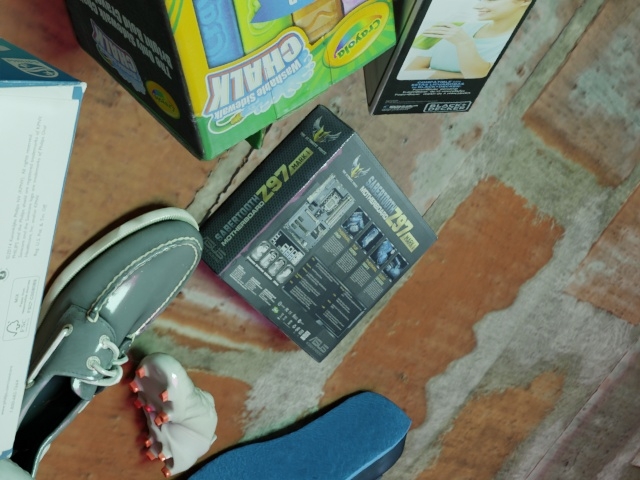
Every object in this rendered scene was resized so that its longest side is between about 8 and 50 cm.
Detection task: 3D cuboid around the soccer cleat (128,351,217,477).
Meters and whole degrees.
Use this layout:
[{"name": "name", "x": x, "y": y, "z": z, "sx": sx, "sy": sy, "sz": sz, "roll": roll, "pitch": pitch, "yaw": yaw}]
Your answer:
[{"name": "soccer cleat", "x": -0.139, "y": 0.160, "z": 1.296, "sx": 0.076, "sy": 0.068, "sz": 0.196, "roll": -35, "pitch": 151, "yaw": -26}]

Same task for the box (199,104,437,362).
[{"name": "box", "x": 0.000, "y": 0.000, "z": 1.285, "sx": 0.183, "sy": 0.059, "sz": 0.232, "roll": -46, "pitch": 145, "yaw": -1}]

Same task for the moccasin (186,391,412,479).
[{"name": "moccasin", "x": -0.028, "y": 0.291, "z": 1.479, "sx": 0.342, "sy": 0.137, "sz": 0.116, "roll": -18, "pitch": 140, "yaw": -35}]

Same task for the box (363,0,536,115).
[{"name": "box", "x": 0.093, "y": -0.224, "z": 0.962, "sx": 0.087, "sy": 0.169, "sz": 0.290, "roll": -3, "pitch": 163, "yaw": -10}]

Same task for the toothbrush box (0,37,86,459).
[{"name": "toothbrush box", "x": -0.279, "y": -0.032, "z": 0.716, "sx": 0.126, "sy": 0.295, "sz": 0.216, "roll": -5, "pitch": 117, "yaw": -46}]

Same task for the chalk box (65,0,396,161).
[{"name": "chalk box", "x": -0.070, "y": -0.193, "z": 0.915, "sx": 0.179, "sy": 0.180, "sz": 0.289, "roll": -34, "pitch": 145, "yaw": -18}]

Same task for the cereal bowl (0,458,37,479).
[{"name": "cereal bowl", "x": -0.331, "y": 0.260, "z": 1.034, "sx": 0.339, "sy": 0.141, "sz": 0.339, "roll": 2, "pitch": 125, "yaw": 3}]

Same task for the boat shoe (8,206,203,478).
[{"name": "boat shoe", "x": -0.205, "y": 0.109, "z": 1.137, "sx": 0.319, "sy": 0.099, "sz": 0.116, "roll": -45, "pitch": 147, "yaw": -3}]
